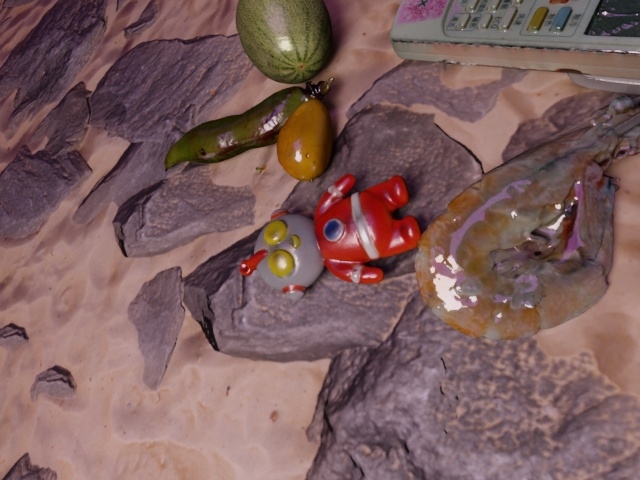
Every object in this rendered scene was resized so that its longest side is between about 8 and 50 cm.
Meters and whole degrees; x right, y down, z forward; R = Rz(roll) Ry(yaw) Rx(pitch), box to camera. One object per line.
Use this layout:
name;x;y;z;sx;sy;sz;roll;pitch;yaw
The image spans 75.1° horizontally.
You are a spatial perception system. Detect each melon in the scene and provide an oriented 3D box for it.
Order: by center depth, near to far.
melon;-0.054;-0.316;0.615;0.139;0.139;0.192;-30;61;16

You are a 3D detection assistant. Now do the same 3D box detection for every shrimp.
shrimp;0.238;-0.023;0.418;0.316;0.062;0.164;-41;78;5

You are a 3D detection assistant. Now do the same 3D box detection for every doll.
doll;0.000;0.000;0.522;0.244;0.076;0.143;-18;69;17

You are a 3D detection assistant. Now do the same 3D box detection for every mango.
mango;-0.017;-0.137;0.570;0.060;0.080;0.115;-3;78;41

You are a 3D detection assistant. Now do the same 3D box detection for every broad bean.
broad bean;-0.125;-0.168;0.647;0.338;0.061;0.077;-14;60;22

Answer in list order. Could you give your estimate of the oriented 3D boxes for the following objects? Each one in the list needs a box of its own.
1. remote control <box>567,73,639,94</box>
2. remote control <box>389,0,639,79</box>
remote control;0.380;-0.176;0.413;0.244;0.022;0.077;22;82;32
remote control;0.247;-0.267;0.478;0.343;0.050;0.145;23;83;36
